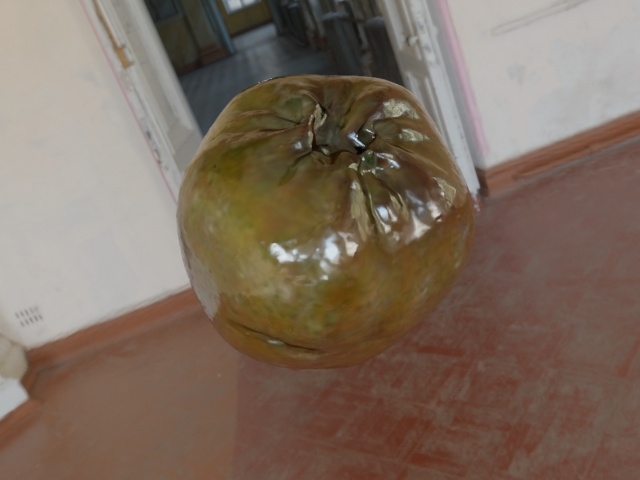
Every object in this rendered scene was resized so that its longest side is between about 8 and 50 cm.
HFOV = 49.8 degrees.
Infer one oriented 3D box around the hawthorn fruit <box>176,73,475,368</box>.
[{"bbox_3d":[0.000,0.000,0.663,0.267,0.301,0.268,5,56,-8],"label":"hawthorn fruit"}]
